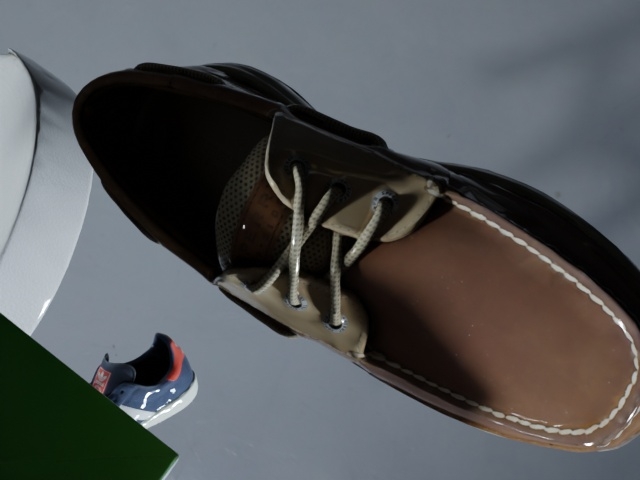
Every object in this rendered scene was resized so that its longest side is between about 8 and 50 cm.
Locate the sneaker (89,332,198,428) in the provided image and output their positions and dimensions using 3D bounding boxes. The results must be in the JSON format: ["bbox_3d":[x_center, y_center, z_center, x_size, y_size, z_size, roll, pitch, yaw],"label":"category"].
[{"bbox_3d":[-0.368,0.283,1.346,0.350,0.131,0.148,-40,133,-36],"label":"sneaker"}]

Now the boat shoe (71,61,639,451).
[{"bbox_3d":[0.000,0.000,0.378,0.324,0.116,0.123,27,105,32],"label":"boat shoe"}]

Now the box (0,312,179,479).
[{"bbox_3d":[-0.241,0.116,0.368,0.262,0.231,0.127,38,35,0],"label":"box"}]

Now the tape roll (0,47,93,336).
[{"bbox_3d":[-0.391,-0.015,0.855,0.072,0.392,0.392,30,73,-45],"label":"tape roll"}]
